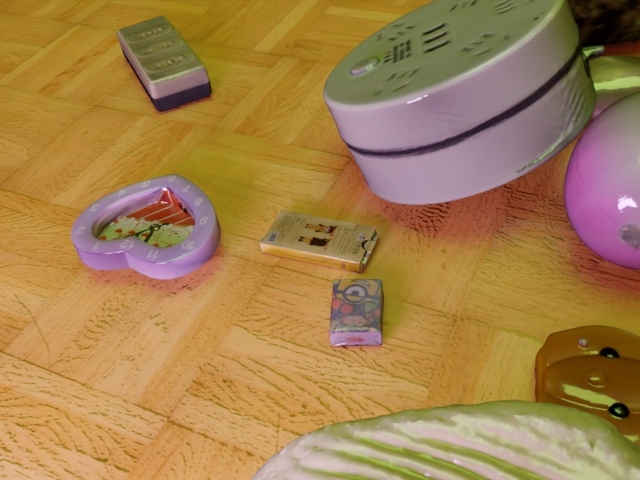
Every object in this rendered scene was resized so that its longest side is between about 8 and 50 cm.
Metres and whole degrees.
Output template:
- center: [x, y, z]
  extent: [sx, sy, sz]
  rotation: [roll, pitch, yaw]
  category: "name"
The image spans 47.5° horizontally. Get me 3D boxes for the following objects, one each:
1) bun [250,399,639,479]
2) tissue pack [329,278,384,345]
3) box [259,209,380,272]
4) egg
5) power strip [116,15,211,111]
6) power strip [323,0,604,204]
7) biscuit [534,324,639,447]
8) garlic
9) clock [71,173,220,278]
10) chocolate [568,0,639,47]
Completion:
- center: [0.099, 0.281, 0.499]
  extent: [0.348, 0.227, 0.352]
  rotation: [20, 52, 26]
  category: "bun"
- center: [0.043, 0.085, 0.860]
  extent: [0.063, 0.035, 0.083]
  rotation: [0, 45, 8]
  category: "tissue pack"
- center: [0.000, 0.000, 0.968]
  extent: [0.149, 0.020, 0.073]
  rotation: [11, 45, 19]
  category: "box"
- center: [0.403, -0.080, 0.875]
  extent: [0.196, 0.197, 0.271]
  rotation: [27, 43, 32]
  category: "egg"
- center: [-0.292, -0.330, 1.328]
  extent: [0.105, 0.070, 0.257]
  rotation: [-22, 44, -16]
  category: "power strip"
- center: [0.192, -0.212, 0.977]
  extent: [0.357, 0.162, 0.358]
  rotation: [-23, 28, 13]
  category: "power strip"
- center: [0.301, 0.153, 0.739]
  extent: [0.170, 0.050, 0.170]
  rotation: [-4, 44, 4]
  category: "biscuit"
- center: [0.506, -0.218, 1.065]
  extent: [0.317, 0.112, 0.143]
  rotation: [-3, 22, 9]
  category: "garlic"
- center: [-0.223, -0.016, 0.983]
  extent: [0.197, 0.064, 0.172]
  rotation: [7, 45, 15]
  category: "clock"
- center: [0.483, -0.442, 1.239]
  extent: [0.339, 0.225, 0.210]
  rotation: [-10, 51, -3]
  category: "chocolate"
